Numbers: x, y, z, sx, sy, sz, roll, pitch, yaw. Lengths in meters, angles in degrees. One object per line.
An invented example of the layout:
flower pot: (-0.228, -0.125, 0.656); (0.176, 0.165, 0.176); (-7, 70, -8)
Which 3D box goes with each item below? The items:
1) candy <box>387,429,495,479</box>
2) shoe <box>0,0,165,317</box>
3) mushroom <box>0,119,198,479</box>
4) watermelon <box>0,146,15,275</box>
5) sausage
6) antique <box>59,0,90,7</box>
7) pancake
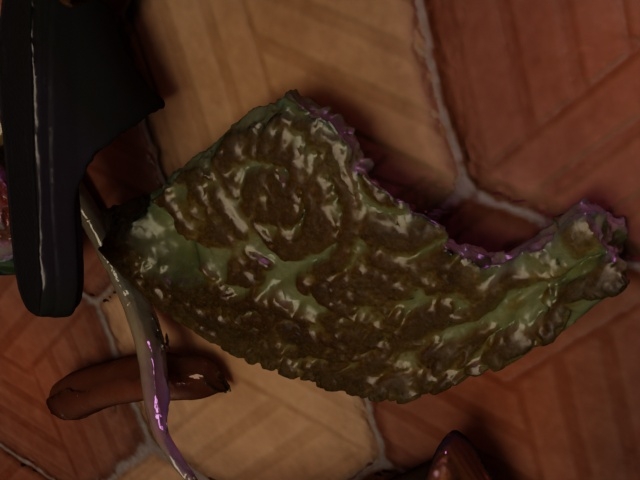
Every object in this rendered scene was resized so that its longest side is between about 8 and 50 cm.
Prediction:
candy: (0.016, 0.234, 0.702); (0.271, 0.101, 0.143); (-30, 100, 25)
shoe: (-0.151, -0.072, 0.674); (0.108, 0.093, 0.241); (7, 98, 63)
mushroom: (-0.151, 0.030, 0.742); (0.043, 0.068, 0.306); (-30, 88, 41)
watermelon: (-0.269, -0.036, 0.781); (0.187, 0.071, 0.139); (11, 111, 36)
sausage: (-0.147, 0.112, 0.806); (0.177, 0.040, 0.047); (-16, 105, 36)
antique: (-0.068, -0.261, 0.515); (0.087, 0.093, 0.310); (45, 130, 3)
pancake: (0.003, -0.001, 0.644); (0.377, 0.054, 0.197); (9, 121, 27)
